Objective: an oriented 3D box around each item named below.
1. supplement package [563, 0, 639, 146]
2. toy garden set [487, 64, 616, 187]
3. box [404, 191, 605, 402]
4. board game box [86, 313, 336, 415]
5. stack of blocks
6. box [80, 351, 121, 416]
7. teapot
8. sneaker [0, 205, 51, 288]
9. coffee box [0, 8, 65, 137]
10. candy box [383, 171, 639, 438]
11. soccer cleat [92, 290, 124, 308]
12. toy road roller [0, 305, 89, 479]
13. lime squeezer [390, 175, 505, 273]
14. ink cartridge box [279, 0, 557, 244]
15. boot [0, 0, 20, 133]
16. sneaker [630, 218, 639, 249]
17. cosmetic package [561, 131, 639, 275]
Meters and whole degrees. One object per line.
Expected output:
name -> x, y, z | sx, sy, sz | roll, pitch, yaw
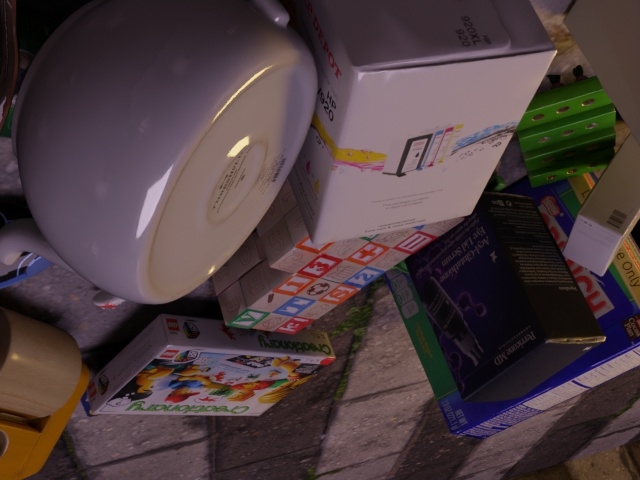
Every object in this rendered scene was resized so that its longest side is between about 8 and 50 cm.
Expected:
supplement package -> 0.401, -0.226, 0.781 | 0.198, 0.199, 0.262 | -7, 149, -24
toy garden set -> 0.237, -0.122, 1.020 | 0.204, 0.049, 0.244 | -16, 161, 14
box -> 0.215, 0.068, 1.043 | 0.108, 0.207, 0.153 | 3, 143, -36
board game box -> -0.151, 0.186, 1.243 | 0.305, 0.053, 0.193 | 12, 138, -43
stack of blocks -> 0.000, 0.000, 1.047 | 0.297, 0.087, 0.171 | -37, 147, 30
box -> -0.247, 0.198, 1.293 | 0.225, 0.036, 0.136 | -14, 150, -14
teapot -> -0.133, -0.094, 0.643 | 0.256, 0.187, 0.252 | -50, 166, -24
sneaker -> -0.366, 0.004, 0.833 | 0.232, 0.081, 0.090 | -13, 158, -10
coffee box -> -0.265, -0.135, 0.692 | 0.184, 0.040, 0.113 | 6, 140, -38
candy box -> 0.279, 0.083, 1.177 | 0.317, 0.268, 0.122 | -32, 153, 21
soccer cleat -> -0.240, 0.061, 1.072 | 0.083, 0.029, 0.035 | -10, 142, -23
toy road roller -> -0.475, 0.212, 1.065 | 0.329, 0.241, 0.202 | -59, 148, -6
lime squeezer -> 0.135, 0.008, 1.156 | 0.310, 0.058, 0.110 | -31, 172, 31
ink cartridge box -> 0.060, -0.138, 0.755 | 0.168, 0.171, 0.232 | -11, 150, -16
boot -> -0.256, -0.151, 0.591 | 0.106, 0.082, 0.219 | 11, 110, -24
sneaker -> 0.386, 0.048, 1.356 | 0.316, 0.127, 0.182 | -31, 147, 7
cosmetic package -> 0.375, -0.079, 1.037 | 0.239, 0.060, 0.099 | -51, 158, -23
